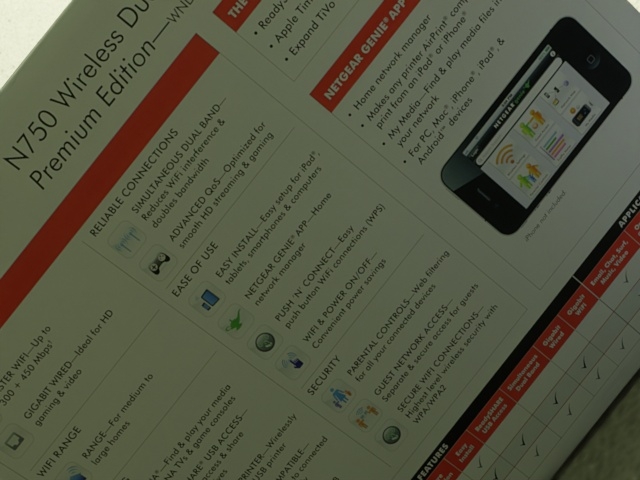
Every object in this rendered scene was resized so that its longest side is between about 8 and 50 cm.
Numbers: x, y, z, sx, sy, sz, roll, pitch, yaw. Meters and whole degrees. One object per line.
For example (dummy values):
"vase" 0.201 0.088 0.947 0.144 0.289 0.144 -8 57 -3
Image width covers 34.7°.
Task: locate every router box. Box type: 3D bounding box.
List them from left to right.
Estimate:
"router box" 0.000 0.000 0.468 0.335 0.301 0.082 -51 16 0
